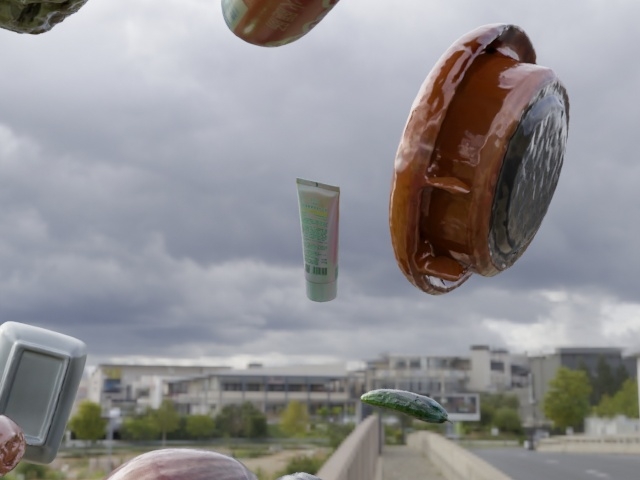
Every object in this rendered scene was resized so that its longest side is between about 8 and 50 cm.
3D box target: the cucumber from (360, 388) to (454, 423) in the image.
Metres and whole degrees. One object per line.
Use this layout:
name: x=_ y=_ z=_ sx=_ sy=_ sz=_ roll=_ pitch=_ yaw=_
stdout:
cucumber: x=0.136 y=0.255 z=1.415 sx=0.168 sy=0.039 sz=0.039 roll=8 pitch=-4 yaw=37

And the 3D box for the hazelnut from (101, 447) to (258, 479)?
hazelnut: x=-0.291 y=0.574 z=1.836 sx=0.373 sy=0.315 sz=0.372 roll=-19 pitch=26 yaw=10

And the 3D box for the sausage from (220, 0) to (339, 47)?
sausage: x=-0.002 y=-0.179 z=0.529 sx=0.083 sy=0.083 sz=0.264 roll=5 pitch=-13 yaw=-22

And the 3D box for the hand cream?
hand cream: x=0.000 y=0.000 z=1.274 sx=0.076 sy=0.174 sz=0.047 roll=14 pitch=28 yaw=36

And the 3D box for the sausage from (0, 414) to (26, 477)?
sausage: x=-0.400 y=0.205 z=0.856 sx=0.087 sy=0.079 sz=0.327 roll=1 pitch=-5 yaw=32

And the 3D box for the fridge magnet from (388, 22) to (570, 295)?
fridge magnet: x=0.209 y=-0.097 z=1.176 sx=0.155 sy=0.363 sz=0.364 roll=20 pitch=0 yaw=29

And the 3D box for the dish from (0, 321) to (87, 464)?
dish: x=-0.466 y=0.245 z=1.453 sx=0.151 sy=0.212 sz=0.077 roll=19 pitch=-14 yaw=-20

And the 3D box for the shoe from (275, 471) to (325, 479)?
shoe: x=-0.055 y=0.454 z=1.092 sx=0.171 sy=0.237 sz=0.384 roll=28 pitch=-42 yaw=11

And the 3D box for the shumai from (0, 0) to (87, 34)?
shumai: x=-0.429 y=-0.399 z=1.435 sx=0.222 sy=0.203 sz=0.271 roll=-21 pitch=-26 yaw=-29
